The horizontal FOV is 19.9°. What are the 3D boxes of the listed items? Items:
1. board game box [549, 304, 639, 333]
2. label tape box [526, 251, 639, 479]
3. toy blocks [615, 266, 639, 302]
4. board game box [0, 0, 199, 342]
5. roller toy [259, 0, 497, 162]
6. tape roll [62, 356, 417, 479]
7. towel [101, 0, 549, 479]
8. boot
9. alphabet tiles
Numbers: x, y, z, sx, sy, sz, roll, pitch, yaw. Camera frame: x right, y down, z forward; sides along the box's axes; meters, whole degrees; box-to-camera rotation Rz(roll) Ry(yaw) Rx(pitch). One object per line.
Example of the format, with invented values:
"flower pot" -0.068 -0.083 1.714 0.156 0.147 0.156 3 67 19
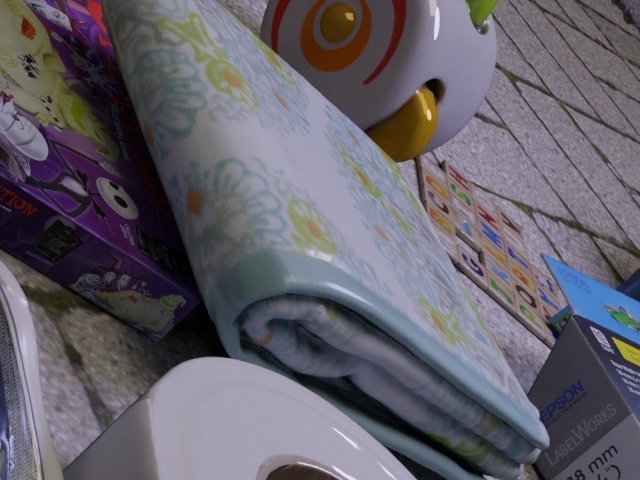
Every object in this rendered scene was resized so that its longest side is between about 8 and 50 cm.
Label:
"board game box" 0.324 0.151 1.800 0.211 0.039 0.160 56 20 15
"label tape box" 0.286 0.192 1.540 0.240 0.106 0.334 25 28 -45
"toy blocks" 0.441 0.027 2.009 0.191 0.261 0.381 48 26 -2
"board game box" -0.190 -0.099 1.211 0.208 0.056 0.347 39 20 -34
"roller toy" 0.047 -0.176 1.650 0.191 0.209 0.146 12 -5 36
"tape roll" -0.012 0.195 0.914 0.286 0.100 0.286 40 21 -19
"towel" 0.000 0.000 1.285 0.374 0.090 0.320 39 19 -49
"boot" -0.180 0.063 0.860 0.086 0.069 0.190 28 28 -49
"alphabet tiles" 0.171 0.005 1.824 0.198 0.009 0.237 40 20 -18
